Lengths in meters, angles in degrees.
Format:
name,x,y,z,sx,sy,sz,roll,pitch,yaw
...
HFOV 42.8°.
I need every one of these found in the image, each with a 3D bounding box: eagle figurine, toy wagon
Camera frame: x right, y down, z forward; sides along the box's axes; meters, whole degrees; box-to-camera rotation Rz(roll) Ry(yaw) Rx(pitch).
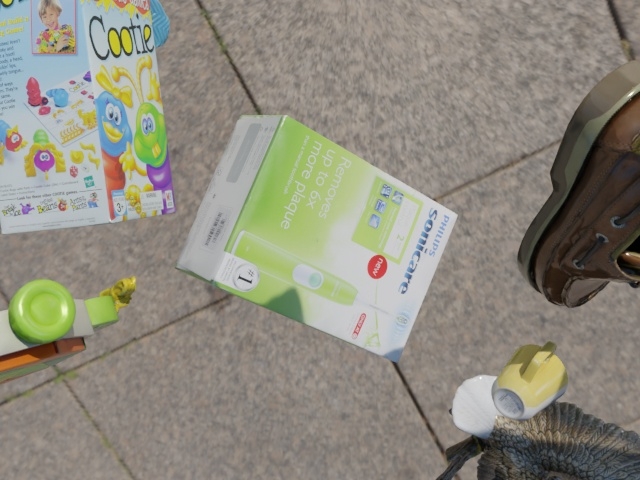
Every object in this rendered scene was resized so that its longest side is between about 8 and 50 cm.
name,x,y,z,sx,sy,sz,roll,pitch,yaw
eagle figurine,0.321,0.336,1.156,0.225,0.298,0.226,2,109,-28
toy wagon,-0.327,0.105,0.787,0.267,0.344,0.068,-25,81,48

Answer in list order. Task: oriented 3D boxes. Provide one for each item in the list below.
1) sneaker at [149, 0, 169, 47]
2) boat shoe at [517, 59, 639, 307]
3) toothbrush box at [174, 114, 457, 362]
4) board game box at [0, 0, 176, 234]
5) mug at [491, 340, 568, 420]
name,x,y,z,sx,sy,sz,roll,pitch,yaw
sneaker,-0.305,-0.297,1.035,0.228,0.092,0.087,12,92,-19
boat shoe,0.244,-0.006,0.679,0.110,0.307,0.104,-36,62,-10
toothbrush box,0.000,0.000,0.998,0.283,0.122,0.206,27,83,-32
board game box,-0.268,-0.155,0.895,0.144,0.142,0.275,-4,95,19
mug,0.197,0.136,0.793,0.062,0.064,0.078,5,115,42
